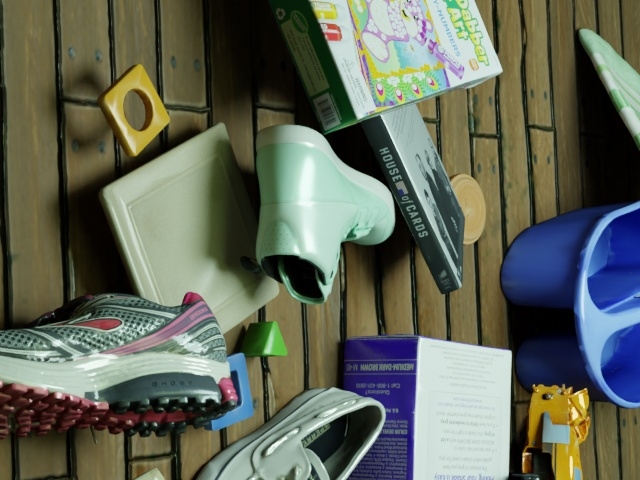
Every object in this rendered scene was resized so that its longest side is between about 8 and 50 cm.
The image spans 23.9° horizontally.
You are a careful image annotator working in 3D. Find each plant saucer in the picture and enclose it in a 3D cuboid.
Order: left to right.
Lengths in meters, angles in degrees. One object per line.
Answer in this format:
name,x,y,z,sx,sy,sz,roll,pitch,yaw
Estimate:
plant saucer,0.170,-0.037,1.777,0.083,0.013,0.083,7,80,-49

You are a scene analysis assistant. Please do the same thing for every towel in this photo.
towel,0.461,-0.114,1.974,0.248,0.038,0.325,33,29,-43

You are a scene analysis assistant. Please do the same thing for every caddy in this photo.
caddy,0.378,0.072,1.884,0.341,0.179,0.241,-19,102,-49

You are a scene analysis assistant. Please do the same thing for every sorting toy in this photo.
sorting toy,-0.127,0.003,1.407,0.196,0.047,0.348,-37,115,-49

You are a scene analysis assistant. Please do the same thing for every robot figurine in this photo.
robot figurine,0.276,0.325,1.762,0.211,0.085,0.291,61,30,-67

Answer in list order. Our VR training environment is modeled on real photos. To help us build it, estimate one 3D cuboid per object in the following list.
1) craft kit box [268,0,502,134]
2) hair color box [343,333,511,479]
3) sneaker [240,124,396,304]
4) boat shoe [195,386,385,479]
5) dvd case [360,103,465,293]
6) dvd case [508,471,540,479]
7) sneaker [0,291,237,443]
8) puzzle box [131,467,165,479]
craft kit box,0.050,-0.250,1.501,0.246,0.061,0.250,-23,91,-49
hair color box,0.111,0.277,1.610,0.185,0.110,0.339,13,75,-50
sneaker,-0.001,0.000,1.487,0.256,0.094,0.151,35,55,-60
boat shoe,-0.031,0.231,1.463,0.267,0.088,0.096,-34,112,-46
dvd case,0.098,-0.084,1.622,0.239,0.029,0.179,63,17,-21
dvd case,0.214,0.346,1.668,0.253,0.022,0.180,86,6,-82
sneaker,-0.214,0.098,1.242,0.299,0.121,0.112,6,62,-37
puzzle box,-0.147,0.418,1.182,0.272,0.052,0.409,-28,86,-31
